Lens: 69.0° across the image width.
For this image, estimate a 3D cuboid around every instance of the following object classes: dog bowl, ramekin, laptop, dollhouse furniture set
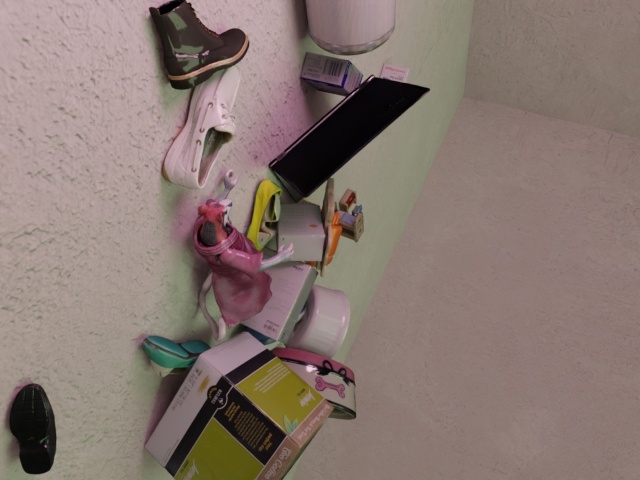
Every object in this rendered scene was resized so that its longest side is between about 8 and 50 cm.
[{"bbox_3d":[-0.061,0.497,1.629,0.408,0.407,0.151,73,29,-60],"label":"dog bowl"},{"bbox_3d":[-0.025,0.292,1.683,0.277,0.135,0.277,-45,-148,38],"label":"ramekin"},{"bbox_3d":[0.082,-0.235,1.274,0.382,0.236,0.408,-41,158,-2],"label":"laptop"},{"bbox_3d":[0.126,-0.118,1.855,0.184,0.129,0.129,-57,157,-28],"label":"dollhouse furniture set"}]

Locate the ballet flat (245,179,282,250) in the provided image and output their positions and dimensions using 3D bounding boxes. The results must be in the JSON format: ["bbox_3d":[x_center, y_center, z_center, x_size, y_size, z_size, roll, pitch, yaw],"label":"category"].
[{"bbox_3d":[-0.152,-0.050,1.272,0.077,0.077,0.231,-24,132,-61],"label":"ballet flat"}]

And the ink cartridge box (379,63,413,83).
[{"bbox_3d":[0.281,-0.599,1.812,0.063,0.109,0.151,-9,118,-63],"label":"ink cartridge box"}]

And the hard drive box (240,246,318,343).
[{"bbox_3d":[-0.138,0.157,1.364,0.232,0.180,0.089,-64,160,-11],"label":"hard drive box"}]

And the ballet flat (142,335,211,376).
[{"bbox_3d":[-0.344,0.280,1.099,0.087,0.083,0.247,-59,159,-4],"label":"ballet flat"}]

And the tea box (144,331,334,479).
[{"bbox_3d":[-0.204,0.476,1.185,0.329,0.323,0.220,-57,164,17],"label":"tea box"}]

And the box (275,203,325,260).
[{"bbox_3d":[-0.064,-0.026,1.350,0.171,0.129,0.091,-100,-166,-54],"label":"box"}]

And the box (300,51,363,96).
[{"bbox_3d":[0.033,-0.453,1.284,0.137,0.126,0.072,-6,114,-68],"label":"box"}]

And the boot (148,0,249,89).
[{"bbox_3d":[-0.205,-0.374,0.827,0.198,0.076,0.137,-55,151,-36],"label":"boot"}]

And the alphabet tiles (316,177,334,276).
[{"bbox_3d":[0.011,-0.044,1.409,0.284,0.021,0.278,101,-7,-48],"label":"alphabet tiles"}]

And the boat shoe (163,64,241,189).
[{"bbox_3d":[-0.207,-0.228,0.922,0.277,0.096,0.098,-68,161,-2],"label":"boat shoe"}]

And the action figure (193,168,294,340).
[{"bbox_3d":[-0.227,0.025,1.071,0.275,0.248,0.370,-36,153,-10],"label":"action figure"}]

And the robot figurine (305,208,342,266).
[{"bbox_3d":[-0.001,0.000,1.647,0.158,0.128,0.220,40,-65,64],"label":"robot figurine"}]

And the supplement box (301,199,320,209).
[{"bbox_3d":[-0.049,-0.081,1.533,0.099,0.062,0.036,-58,159,-30],"label":"supplement box"}]

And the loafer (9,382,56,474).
[{"bbox_3d":[-0.491,0.316,0.804,0.061,0.062,0.170,-127,-138,-67],"label":"loafer"}]

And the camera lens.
[{"bbox_3d":[0.069,-0.600,1.092,0.220,0.219,0.274,-58,158,-28],"label":"camera lens"}]

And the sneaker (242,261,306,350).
[{"bbox_3d":[-0.146,0.183,1.477,0.322,0.130,0.237,-34,132,-53],"label":"sneaker"}]
